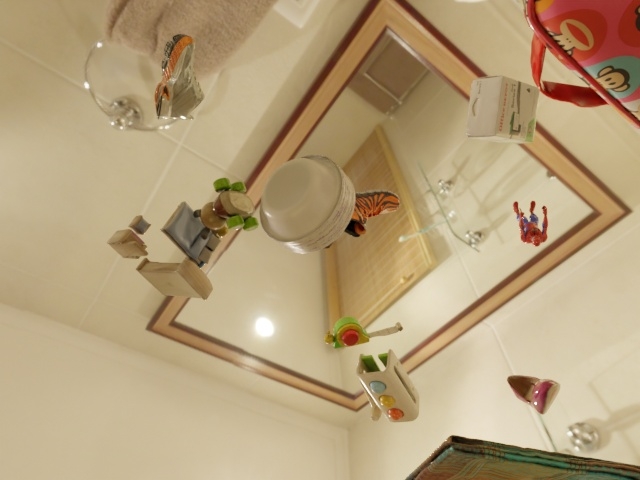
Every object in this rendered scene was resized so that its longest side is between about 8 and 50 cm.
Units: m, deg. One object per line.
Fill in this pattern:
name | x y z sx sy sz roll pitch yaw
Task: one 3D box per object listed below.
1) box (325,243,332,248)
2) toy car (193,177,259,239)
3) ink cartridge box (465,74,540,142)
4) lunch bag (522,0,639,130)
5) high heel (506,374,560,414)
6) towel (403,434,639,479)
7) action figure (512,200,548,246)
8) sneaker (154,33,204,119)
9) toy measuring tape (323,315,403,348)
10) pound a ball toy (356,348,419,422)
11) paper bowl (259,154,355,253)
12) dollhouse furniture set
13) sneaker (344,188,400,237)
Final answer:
box | 0.000 0.000 1.253 0.083 0.067 0.018 2 -122 -26
toy car | -0.314 -0.080 1.278 0.149 0.188 0.155 3 -117 -64
ink cartridge box | 0.520 -0.364 1.159 0.219 0.161 0.092 -6 -166 -38
lunch bag | 0.324 -0.220 0.365 0.292 0.258 0.120 23 -127 -28
high heel | 0.508 0.355 0.996 0.117 0.082 0.244 33 176 35
towel | 0.358 0.456 0.754 0.369 0.272 0.040 12 -140 -5
action figure | 0.712 -0.087 1.386 0.280 0.091 0.139 -66 -32 -53
sneaker | -0.365 -0.431 1.103 0.120 0.262 0.100 -2 -118 -35
toy measuring tape | 0.172 0.352 1.652 0.329 0.122 0.122 -12 -133 -7
pound a ball toy | 0.219 0.556 1.477 0.319 0.208 0.136 59 -150 -26
paper bowl | -0.054 -0.118 1.168 0.148 0.284 0.285 40 -159 -49
dollhouse furniture set | -0.410 -0.012 1.261 0.287 0.197 0.304 59 -138 -38
sneaker | 0.173 -0.096 1.550 0.320 0.125 0.180 -3 -128 -17
